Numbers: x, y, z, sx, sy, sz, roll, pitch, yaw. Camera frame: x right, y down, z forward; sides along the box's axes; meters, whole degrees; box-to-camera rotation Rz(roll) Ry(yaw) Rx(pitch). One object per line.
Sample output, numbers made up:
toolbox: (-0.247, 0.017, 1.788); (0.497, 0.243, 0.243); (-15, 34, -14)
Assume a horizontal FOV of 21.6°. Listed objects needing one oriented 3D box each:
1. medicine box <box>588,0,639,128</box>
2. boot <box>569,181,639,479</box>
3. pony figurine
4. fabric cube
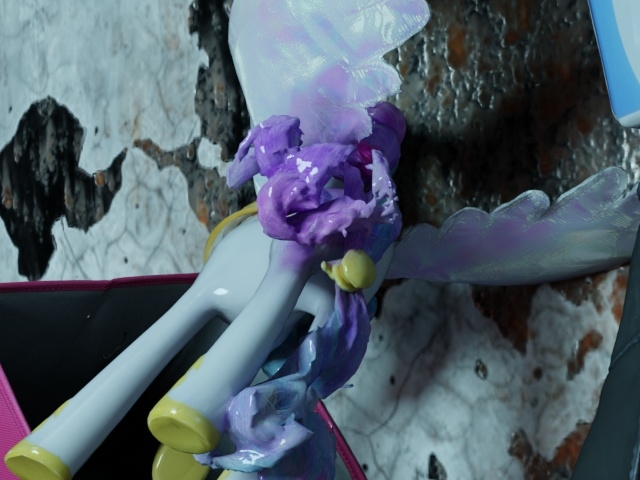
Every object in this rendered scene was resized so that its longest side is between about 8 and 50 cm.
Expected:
medicine box: (0.276, -0.218, 0.851); (0.289, 0.149, 0.264); (-22, 74, 44)
boot: (0.215, 0.179, 0.748); (0.367, 0.146, 0.445); (5, 75, 70)
pony figurine: (0.000, 0.000, 1.019); (0.351, 0.303, 0.363); (-22, 31, 53)
fabric cube: (-0.157, 0.203, 1.224); (0.258, 0.259, 0.254); (-54, 55, 34)
